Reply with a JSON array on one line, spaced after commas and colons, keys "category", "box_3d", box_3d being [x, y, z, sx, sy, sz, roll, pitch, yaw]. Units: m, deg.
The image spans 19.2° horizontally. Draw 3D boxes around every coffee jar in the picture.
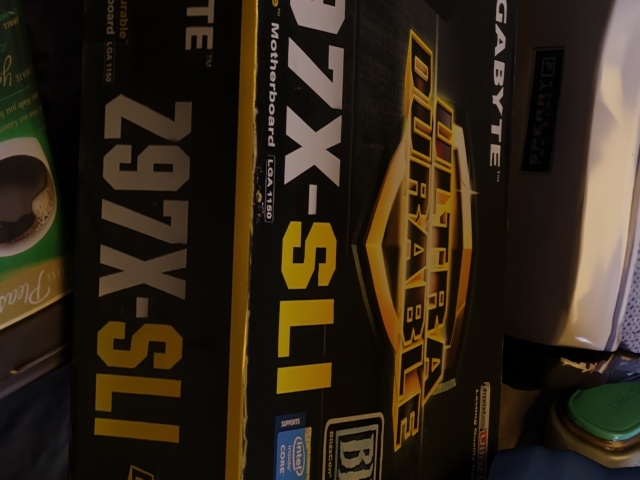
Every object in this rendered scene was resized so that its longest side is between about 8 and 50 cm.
[{"category": "coffee jar", "box_3d": [-0.140, -0.029, 0.667, 0.096, 0.079, 0.184, -29, 112, -48]}]

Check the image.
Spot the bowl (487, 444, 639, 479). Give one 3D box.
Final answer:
[{"category": "bowl", "box_3d": [0.129, 0.281, 0.807, 0.391, 0.077, 0.391, -6, 90, -79]}]

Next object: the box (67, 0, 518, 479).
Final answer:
[{"category": "box", "box_3d": [0.000, 0.000, 0.759, 0.257, 0.079, 0.322, 2, 90, -63]}]

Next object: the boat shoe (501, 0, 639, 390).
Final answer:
[{"category": "boat shoe", "box_3d": [0.173, -0.090, 0.939, 0.158, 0.127, 0.340, 8, 95, -33]}]

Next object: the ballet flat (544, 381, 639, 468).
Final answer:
[{"category": "ballet flat", "box_3d": [0.189, 0.081, 1.025, 0.213, 0.072, 0.068, -28, 139, -40]}]
